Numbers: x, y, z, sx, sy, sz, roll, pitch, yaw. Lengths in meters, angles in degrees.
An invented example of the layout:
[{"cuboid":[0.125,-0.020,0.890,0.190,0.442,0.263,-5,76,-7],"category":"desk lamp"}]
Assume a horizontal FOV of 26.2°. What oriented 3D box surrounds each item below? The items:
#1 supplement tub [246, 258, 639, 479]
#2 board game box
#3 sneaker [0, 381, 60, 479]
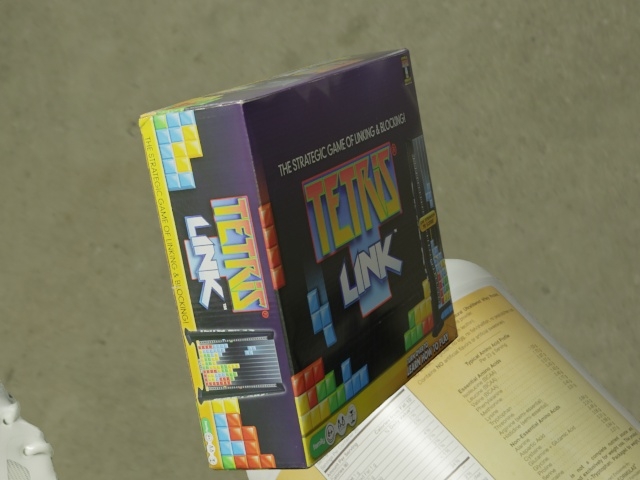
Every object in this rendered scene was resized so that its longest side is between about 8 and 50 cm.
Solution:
[{"cuboid":[0.092,0.156,0.944,0.228,0.228,0.316,-44,71,1],"category":"supplement tub"},{"cuboid":[0.000,0.000,0.578,0.048,0.170,0.141,-4,102,26],"category":"board game box"},{"cuboid":[-0.185,0.205,1.028,0.257,0.169,0.447,-11,88,-6],"category":"sneaker"}]
